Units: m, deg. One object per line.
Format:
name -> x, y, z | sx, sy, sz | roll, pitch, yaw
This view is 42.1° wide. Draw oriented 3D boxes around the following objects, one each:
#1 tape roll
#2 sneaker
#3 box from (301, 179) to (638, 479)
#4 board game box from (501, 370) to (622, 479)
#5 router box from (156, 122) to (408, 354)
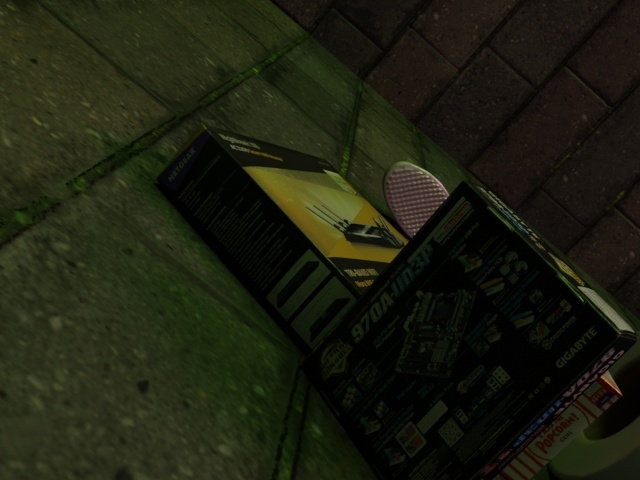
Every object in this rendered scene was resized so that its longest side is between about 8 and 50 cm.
tape roll -> 0.408, 0.232, 0.959 | 0.169, 0.246, 0.246 | 41, 15, -2
sneaker -> 0.196, -0.047, 1.502 | 0.282, 0.102, 0.161 | 47, 9, -24
box -> 0.107, 0.090, 0.664 | 0.051, 0.220, 0.175 | 16, 29, -53
board game box -> 0.247, 0.168, 0.929 | 0.045, 0.147, 0.193 | 41, 15, -5
router box -> 0.000, 0.000, 0.910 | 0.243, 0.081, 0.309 | 46, 16, 18
